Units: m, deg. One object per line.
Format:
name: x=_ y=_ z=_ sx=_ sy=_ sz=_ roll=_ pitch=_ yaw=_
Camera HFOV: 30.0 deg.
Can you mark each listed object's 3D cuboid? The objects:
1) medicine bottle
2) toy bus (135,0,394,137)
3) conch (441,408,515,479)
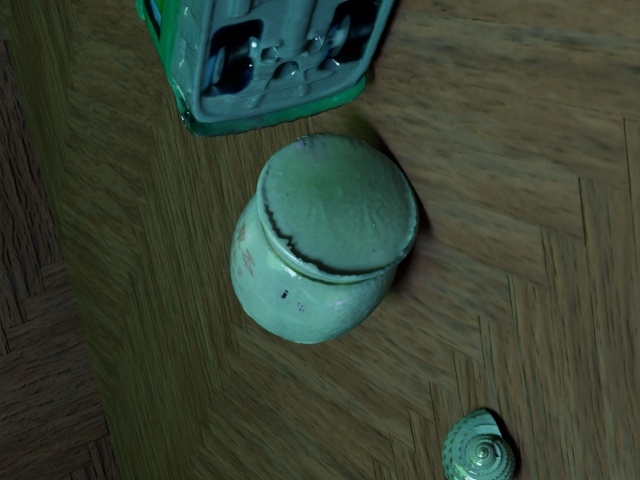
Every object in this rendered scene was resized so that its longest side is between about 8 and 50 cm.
medicine bottle: x=0.000 y=0.000 z=1.044 sx=0.147 sy=0.147 sz=0.143 roll=61 pitch=154 yaw=21
toy bus: x=-0.040 y=-0.258 z=0.889 sx=0.199 sy=0.183 sz=0.343 roll=63 pitch=155 yaw=25
conch: x=0.130 y=0.185 z=1.024 sx=0.085 sy=0.056 sz=0.076 roll=118 pitch=141 yaw=-59
